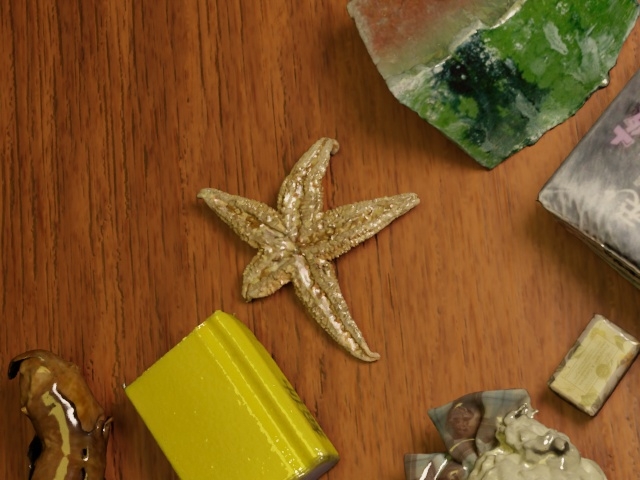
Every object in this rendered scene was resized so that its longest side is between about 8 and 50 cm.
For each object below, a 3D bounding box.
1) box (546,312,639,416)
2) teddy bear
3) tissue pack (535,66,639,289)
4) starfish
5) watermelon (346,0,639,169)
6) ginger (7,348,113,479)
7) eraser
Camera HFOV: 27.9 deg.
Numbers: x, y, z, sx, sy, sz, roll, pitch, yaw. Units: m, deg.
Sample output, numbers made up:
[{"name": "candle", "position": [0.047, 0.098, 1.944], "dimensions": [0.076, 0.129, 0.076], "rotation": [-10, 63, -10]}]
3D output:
[{"name": "box", "position": [0.289, 0.132, 1.357], "dimensions": [0.062, 0.045, 0.098], "rotation": [33, 89, 20]}, {"name": "teddy bear", "position": [0.299, 0.339, 1.275], "dimensions": [0.375, 0.362, 0.327], "rotation": [22, 108, -21]}, {"name": "tissue pack", "position": [0.420, -0.105, 1.298], "dimensions": [0.361, 0.122, 0.259], "rotation": [-53, 50, 4]}, {"name": "starfish", "position": [-0.001, -0.002, 1.480], "dimensions": [0.231, 0.048, 0.295], "rotation": [-45, 70, 5]}, {"name": "watermelon", "position": [0.169, -0.257, 1.420], "dimensions": [0.264, 0.151, 0.302], "rotation": [-45, 69, 6]}, {"name": "ginger", "position": [-0.314, 0.283, 1.497], "dimensions": [0.133, 0.107, 0.309], "rotation": [4, 84, 5]}, {"name": "eraser", "position": [-0.100, 0.209, 1.458], "dimensions": [0.158, 0.069, 0.226], "rotation": [-38, 70, 6]}]
